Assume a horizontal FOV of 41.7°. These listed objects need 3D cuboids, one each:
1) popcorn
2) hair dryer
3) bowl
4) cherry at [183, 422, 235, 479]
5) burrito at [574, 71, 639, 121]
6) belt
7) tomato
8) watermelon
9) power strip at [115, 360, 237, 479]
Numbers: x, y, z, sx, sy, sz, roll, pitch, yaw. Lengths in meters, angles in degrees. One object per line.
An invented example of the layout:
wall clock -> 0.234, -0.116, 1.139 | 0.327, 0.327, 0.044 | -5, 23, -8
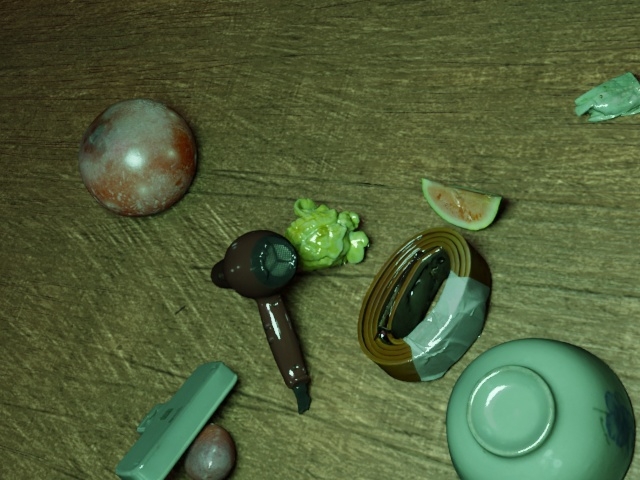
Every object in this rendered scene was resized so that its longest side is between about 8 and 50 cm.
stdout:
popcorn -> 0.000, 0.000, 1.567 | 0.141, 0.162, 0.135 | -42, 12, 43
hair dryer -> -0.099, 0.158, 1.559 | 0.312, 0.123, 0.340 | -28, 79, 64
bowl -> 0.302, 0.264, 1.241 | 0.289, 0.146, 0.289 | -13, 61, 25
cherry -> -0.199, 0.392, 1.518 | 0.106, 0.087, 0.126 | -62, 32, 12
burrito -> 0.496, -0.240, 1.443 | 0.118, 0.044, 0.074 | -19, 62, 18
belt -> 0.179, 0.110, 1.423 | 0.184, 0.105, 0.261 | 20, 75, 39
tomato -> -0.408, -0.185, 1.854 | 0.270, 0.227, 0.270 | -14, 62, 28
watermelon -> 0.263, -0.074, 1.488 | 0.163, 0.087, 0.069 | 20, 47, 36
power strip -> -0.276, 0.341, 1.558 | 0.265, 0.059, 0.193 | -52, 17, -29
